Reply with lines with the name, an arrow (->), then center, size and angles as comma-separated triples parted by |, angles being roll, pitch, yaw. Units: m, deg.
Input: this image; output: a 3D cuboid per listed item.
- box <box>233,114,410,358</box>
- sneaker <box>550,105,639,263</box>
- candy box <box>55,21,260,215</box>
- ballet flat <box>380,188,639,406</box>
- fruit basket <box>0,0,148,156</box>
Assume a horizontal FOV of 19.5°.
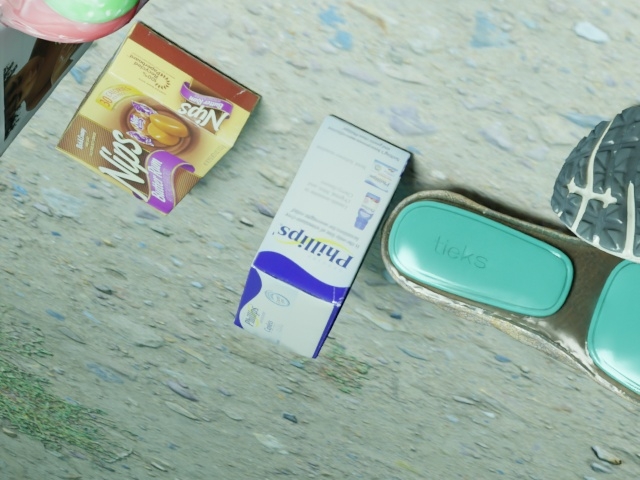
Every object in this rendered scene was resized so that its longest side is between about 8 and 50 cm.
box -> 0.000, 0.000, 1.379 | 0.072, 0.137, 0.126 | 25, 157, 2
sneaker -> 0.273, -0.003, 1.125 | 0.283, 0.110, 0.122 | 9, 154, 36
candy box -> -0.130, -0.090, 1.439 | 0.109, 0.053, 0.187 | 31, 155, -10
ballet flat -> 0.195, 0.047, 1.348 | 0.316, 0.107, 0.106 | 27, 177, 13
fruit basket -> -0.068, -0.174, 0.824 | 0.165, 0.353, 0.327 | 27, 156, 2
